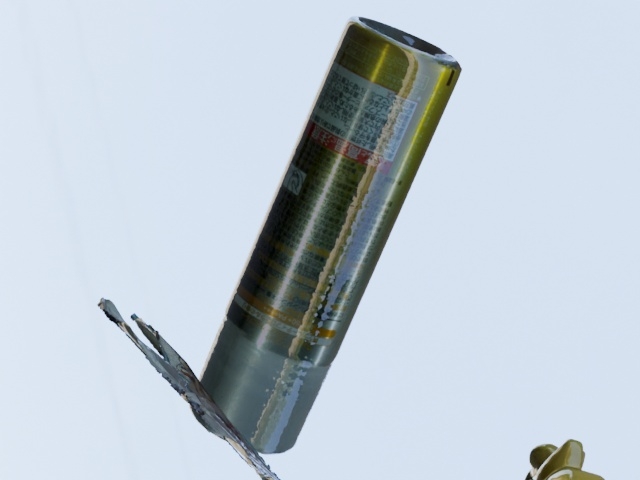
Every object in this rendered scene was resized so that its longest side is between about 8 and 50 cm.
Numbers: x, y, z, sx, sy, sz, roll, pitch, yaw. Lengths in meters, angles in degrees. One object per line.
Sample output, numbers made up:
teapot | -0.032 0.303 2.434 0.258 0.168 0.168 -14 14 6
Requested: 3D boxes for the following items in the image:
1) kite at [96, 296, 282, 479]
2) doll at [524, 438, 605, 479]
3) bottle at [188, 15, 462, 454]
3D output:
kite | -0.004 0.124 0.803 0.335 0.011 0.314 42 -8 48
doll | 0.153 0.231 1.078 0.291 0.086 0.117 -95 -152 -61
bottle | 0.000 0.000 1.170 0.082 0.082 0.286 41 -68 54
